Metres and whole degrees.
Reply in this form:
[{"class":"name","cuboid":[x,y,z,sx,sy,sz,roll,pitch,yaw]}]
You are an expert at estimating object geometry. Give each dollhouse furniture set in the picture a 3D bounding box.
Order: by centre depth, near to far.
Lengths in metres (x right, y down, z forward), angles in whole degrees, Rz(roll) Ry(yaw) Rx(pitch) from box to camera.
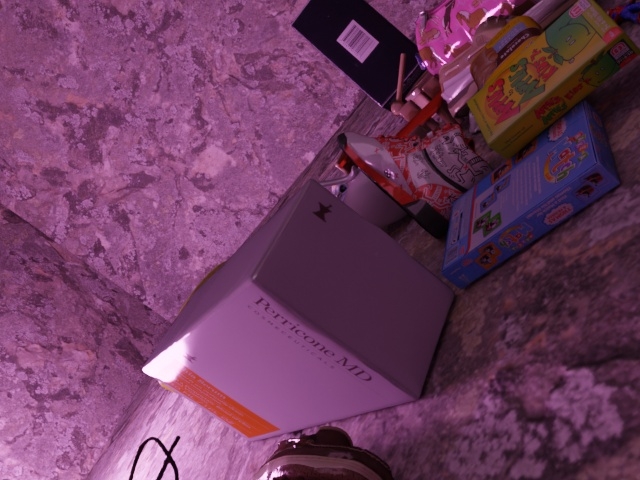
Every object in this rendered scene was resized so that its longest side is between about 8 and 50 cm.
[{"class":"dollhouse furniture set","cuboid":[0.164,-0.208,1.186,0.259,0.135,0.262,-43,14,38]}]

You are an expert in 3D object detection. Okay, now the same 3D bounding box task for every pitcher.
[{"class":"pitcher","cuboid":[0.079,-0.088,1.048,0.207,0.177,0.126,-43,31,40]}]

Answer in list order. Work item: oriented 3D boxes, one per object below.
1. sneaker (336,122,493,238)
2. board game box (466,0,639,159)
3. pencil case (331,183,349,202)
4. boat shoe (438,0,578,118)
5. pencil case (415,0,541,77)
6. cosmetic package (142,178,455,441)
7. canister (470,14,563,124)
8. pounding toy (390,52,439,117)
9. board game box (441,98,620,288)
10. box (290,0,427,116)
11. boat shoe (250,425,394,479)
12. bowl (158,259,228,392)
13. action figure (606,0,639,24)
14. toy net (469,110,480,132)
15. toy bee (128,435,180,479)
[{"class":"sneaker","cuboid":[0.147,-0.131,0.888,0.145,0.090,0.270,-47,49,7]},{"class":"board game box","cuboid":[0.269,-0.192,0.679,0.181,0.043,0.092,-42,39,31]},{"class":"pencil case","cuboid":[0.000,0.000,1.247,0.273,0.113,0.124,-54,-11,-3]},{"class":"boat shoe","cuboid":[0.315,-0.341,0.990,0.113,0.103,0.302,-15,-16,-40]},{"class":"pencil case","cuboid":[0.341,-0.450,1.087,0.167,0.160,0.386,-11,-3,-28]},{"class":"cosmetic package","cuboid":[-0.061,0.133,0.792,0.453,0.230,0.162,-39,18,52]},{"class":"canister","cuboid":[0.286,-0.232,0.810,0.126,0.073,0.170,-45,31,32]},{"class":"pounding toy","cuboid":[0.257,-0.399,1.356,0.269,0.154,0.154,-47,8,25]},{"class":"board game box","cuboid":[0.236,-0.054,0.667,0.211,0.039,0.160,-44,14,38]},{"class":"box","cuboid":[0.133,-0.541,1.618,0.179,0.343,0.312,-48,-6,15]},{"class":"boat shoe","cuboid":[-0.002,0.234,0.596,0.095,0.095,0.257,-53,9,-36]},{"class":"bowl","cuboid":[-0.169,0.198,1.117,0.290,0.156,0.289,-57,-14,-23]},{"class":"action figure","cuboid":[0.419,-0.312,0.772,0.038,0.030,0.115,-54,8,16]},{"class":"toy net","cuboid":[0.325,-0.269,0.963,0.232,0.045,0.122,-37,19,54]},{"class":"toy bee","cuboid":[-0.067,0.319,0.519,0.195,0.162,0.299,-37,42,27]}]
